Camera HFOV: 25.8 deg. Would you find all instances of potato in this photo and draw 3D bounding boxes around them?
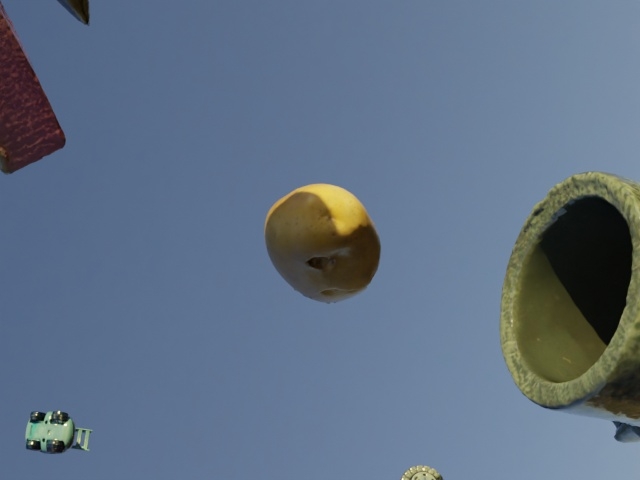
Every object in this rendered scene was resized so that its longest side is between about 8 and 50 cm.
[{"bbox_3d":[0.000,0.000,1.976,0.150,0.146,0.234,-31,-32,-11],"label":"potato"}]

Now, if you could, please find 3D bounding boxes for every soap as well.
[{"bbox_3d":[-0.353,-0.199,1.463,0.081,0.259,0.181,-28,-60,-7],"label":"soap"}]

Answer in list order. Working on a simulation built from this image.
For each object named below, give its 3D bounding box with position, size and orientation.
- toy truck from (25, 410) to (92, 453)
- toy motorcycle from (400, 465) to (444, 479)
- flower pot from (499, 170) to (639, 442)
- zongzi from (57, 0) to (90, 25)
[{"bbox_3d":[-0.349,0.262,1.879,0.090,0.073,0.056,30,-117,-60],"label":"toy truck"},{"bbox_3d":[0.137,0.356,1.592,0.076,0.114,0.205,105,174,-57],"label":"toy motorcycle"},{"bbox_3d":[0.349,0.086,1.424,0.282,0.299,0.299,12,-94,-25],"label":"flower pot"},{"bbox_3d":[-0.258,-0.490,1.557,0.432,0.403,0.208,47,-170,-39],"label":"zongzi"}]
